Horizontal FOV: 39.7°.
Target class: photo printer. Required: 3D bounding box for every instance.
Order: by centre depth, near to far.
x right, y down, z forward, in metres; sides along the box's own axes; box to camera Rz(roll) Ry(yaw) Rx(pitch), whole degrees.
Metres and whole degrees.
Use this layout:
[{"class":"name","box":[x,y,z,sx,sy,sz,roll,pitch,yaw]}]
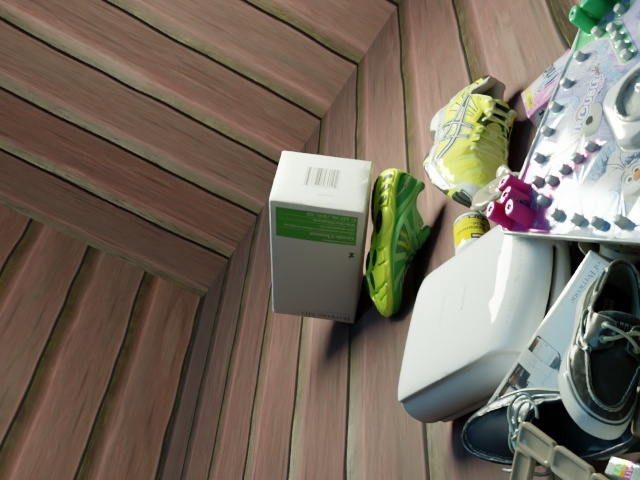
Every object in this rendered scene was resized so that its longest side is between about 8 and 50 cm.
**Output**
[{"class":"photo printer","box":[0.245,0.113,1.301,0.307,0.107,0.256,-42,25,53]}]

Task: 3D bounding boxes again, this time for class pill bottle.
[{"class":"pill bottle","box":[0.260,0.010,1.502,0.065,0.065,0.116,-53,19,34]}]

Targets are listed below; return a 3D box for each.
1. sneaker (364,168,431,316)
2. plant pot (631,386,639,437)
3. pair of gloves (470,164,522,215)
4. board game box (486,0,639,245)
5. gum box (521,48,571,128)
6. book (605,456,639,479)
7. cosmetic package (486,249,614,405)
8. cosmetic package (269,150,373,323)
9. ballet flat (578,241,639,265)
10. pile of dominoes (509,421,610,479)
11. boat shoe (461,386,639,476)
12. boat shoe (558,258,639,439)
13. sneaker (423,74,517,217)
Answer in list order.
[{"class":"sneaker","box":[0.161,0.006,1.759,0.109,0.123,0.296,173,104,-72]},{"class":"plant pot","box":[0.362,0.160,0.858,0.096,0.109,0.109,120,171,-68]},{"class":"pair of gloves","box":[0.341,-0.111,1.356,0.240,0.042,0.204,-38,12,0]},{"class":"board game box","box":[0.393,-0.184,1.089,0.390,0.050,0.390,7,72,65]},{"class":"gum box","box":[0.383,-0.233,1.405,0.107,0.062,0.188,-43,10,21]},{"class":"book","box":[0.340,0.236,0.804,0.035,0.096,0.144,-63,15,-12]},{"class":"cosmetic package","box":[0.308,0.139,1.075,0.099,0.060,0.239,42,108,43]},{"class":"cosmetic package","box":[0.000,0.000,1.869,0.365,0.197,0.155,90,-172,-48]},{"class":"ballet flat","box":[0.377,-0.004,1.152,0.221,0.077,0.079,-113,33,-76]},{"class":"pile of dominoes","box":[0.271,0.322,0.886,0.251,0.040,0.196,-146,63,-62]},{"class":"boat shoe","box":[0.257,0.216,0.999,0.254,0.079,0.095,-12,82,43]},{"class":"boat shoe","box":[0.298,0.104,0.922,0.219,0.077,0.070,-68,-4,-47]},{"class":"sneaker","box":[0.281,-0.183,1.609,0.147,0.145,0.385,-55,19,31]}]
